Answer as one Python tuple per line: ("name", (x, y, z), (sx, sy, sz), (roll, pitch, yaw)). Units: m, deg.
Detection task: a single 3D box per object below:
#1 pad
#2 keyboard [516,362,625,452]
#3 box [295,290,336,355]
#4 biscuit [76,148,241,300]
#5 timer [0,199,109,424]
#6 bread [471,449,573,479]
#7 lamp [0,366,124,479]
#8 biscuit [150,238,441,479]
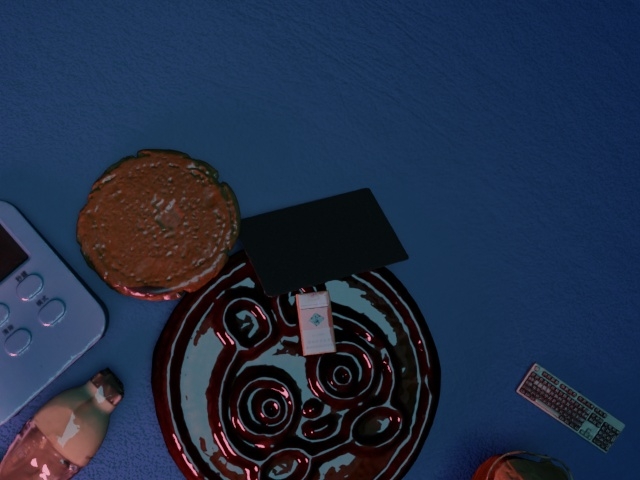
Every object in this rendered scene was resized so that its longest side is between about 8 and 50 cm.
("pad", (0.000, 0.000, 1.746), (0.211, 0.003, 0.143), (-14, 53, -19))
("keyboard", (0.366, 0.242, 1.849), (0.166, 0.017, 0.055), (35, 84, -6))
("box", (-0.006, 0.111, 1.717), (0.046, 0.012, 0.083), (-7, 88, -7))
("biscuit", (-0.220, -0.022, 1.733), (0.226, 0.042, 0.225), (-1, 75, 4))
("timer", (-0.437, 0.095, 1.702), (0.232, 0.091, 0.250), (-43, 91, -6))
("bread", (0.257, 0.394, 1.735), (0.142, 0.212, 0.224), (14, 91, -13))
("lamp", (-0.357, 0.275, 1.705), (0.101, 0.101, 0.250), (44, 86, -5))
("biscuit", (-0.030, 0.197, 1.758), (0.408, 0.091, 0.407), (0, 89, -7))
